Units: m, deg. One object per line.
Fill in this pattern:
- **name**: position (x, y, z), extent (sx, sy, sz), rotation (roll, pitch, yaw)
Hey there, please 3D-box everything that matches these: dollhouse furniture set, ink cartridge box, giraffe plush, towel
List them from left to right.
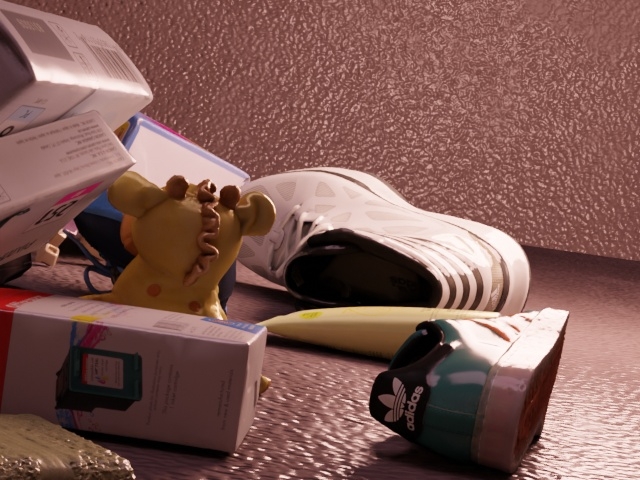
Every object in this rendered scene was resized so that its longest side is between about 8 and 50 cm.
- **ink cartridge box**: position (-0.334, -0.030, 1.303), extent (0.091, 0.385, 0.308), rotation (51, 9, 3)
- **ink cartridge box**: position (-0.291, 0.013, 1.206), extent (0.239, 0.060, 0.275), rotation (-39, -5, 27)
- **towel**: position (-0.185, 0.124, 0.969), extent (0.110, 0.027, 0.148), rotation (5, 4, -39)
- **dollhouse furniture set**: position (-0.309, 0.027, 2.091), extent (0.114, 0.091, 0.081), rotation (29, -46, -22)
- **ink cartridge box**: position (-0.331, -0.137, 2.295), extent (0.395, 0.151, 0.270), rotation (28, 0, 35)
- **ink cartridge box**: position (-0.161, 0.085, 1.165), extent (0.231, 0.078, 0.134), rotation (8, 3, 3)
- **giraffe plush**: position (-0.127, 0.030, 1.339), extent (0.210, 0.170, 0.181), rotation (12, 6, 38)

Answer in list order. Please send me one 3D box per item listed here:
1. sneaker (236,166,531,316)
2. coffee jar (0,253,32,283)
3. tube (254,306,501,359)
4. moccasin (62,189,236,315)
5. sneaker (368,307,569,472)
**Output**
- **sneaker**: position (0.001, -0.001, 1.956), extent (0.448, 0.169, 0.257), rotation (14, 6, 37)
- **coffee jar**: position (-0.361, -0.042, 1.771), extent (0.079, 0.184, 0.096), rotation (-9, 3, 5)
- **tube**: position (0.059, 0.090, 1.653), extent (0.240, 0.062, 0.070), rotation (4, -37, 17)
- **moccasin**: position (-0.195, 0.016, 1.805), extent (0.138, 0.116, 0.342), rotation (-7, 15, -21)
- **sneaker**: position (0.119, 0.100, 1.294), extent (0.121, 0.108, 0.302), rotation (13, 7, 13)
